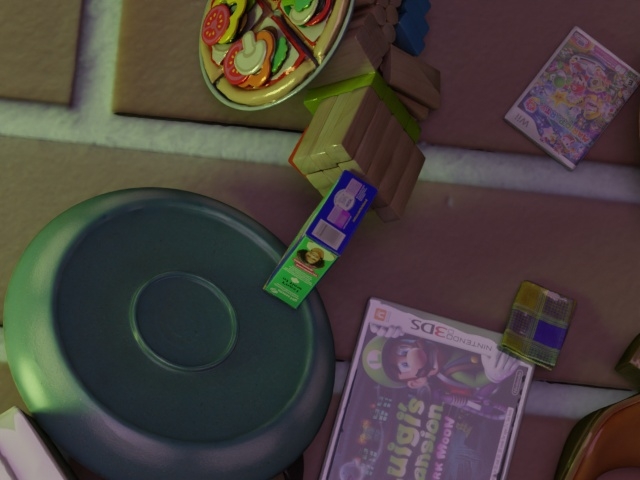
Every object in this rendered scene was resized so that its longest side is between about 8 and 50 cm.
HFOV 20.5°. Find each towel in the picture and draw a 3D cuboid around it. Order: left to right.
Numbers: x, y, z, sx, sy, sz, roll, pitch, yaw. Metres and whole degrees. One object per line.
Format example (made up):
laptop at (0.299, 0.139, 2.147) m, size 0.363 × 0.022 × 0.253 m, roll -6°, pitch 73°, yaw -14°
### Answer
towel at (0.211, 0.080, 1.709) m, size 0.060 × 0.009 × 0.083 m, roll 26°, pitch 58°, yaw 0°

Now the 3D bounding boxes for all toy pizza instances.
toy pizza at (-0.048, -0.220, 1.682) m, size 0.032 × 0.201 × 0.201 m, roll 25°, pitch 75°, yaw -45°

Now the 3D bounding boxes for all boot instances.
boot at (0.322, 0.200, 1.680) m, size 0.152 × 0.073 × 0.197 m, roll 36°, pitch 82°, yaw -1°

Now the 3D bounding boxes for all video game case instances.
video game case at (0.104, 0.167, 1.694) m, size 0.173 × 0.022 × 0.190 m, roll 16°, pitch 80°, yaw -1°
video game case at (0.252, -0.142, 1.763) m, size 0.087 × 0.011 × 0.122 m, roll 38°, pitch 80°, yaw 3°

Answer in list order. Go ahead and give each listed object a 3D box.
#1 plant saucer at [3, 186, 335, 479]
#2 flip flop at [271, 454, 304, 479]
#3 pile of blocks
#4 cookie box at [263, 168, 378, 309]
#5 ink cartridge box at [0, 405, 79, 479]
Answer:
plant saucer at (-0.128, 0.080, 1.616) m, size 0.317 × 0.044 × 0.317 m, roll 11°, pitch 57°, yaw -17°
flip flop at (-0.120, 0.153, 1.652) m, size 0.277 × 0.080 × 0.112 m, roll 48°, pitch 55°, yaw 8°
pile of blocks at (0.031, -0.188, 1.724) m, size 0.113 × 0.149 × 0.362 m, roll -11°, pitch 66°, yaw 37°
cookie box at (0.000, 0.000, 1.626) m, size 0.040 × 0.107 × 0.092 m, roll 33°, pitch 52°, yaw -2°
ink cartridge box at (-0.277, 0.264, 1.544) m, size 0.168 × 0.232 × 0.171 m, roll -34°, pitch 84°, yaw -9°
